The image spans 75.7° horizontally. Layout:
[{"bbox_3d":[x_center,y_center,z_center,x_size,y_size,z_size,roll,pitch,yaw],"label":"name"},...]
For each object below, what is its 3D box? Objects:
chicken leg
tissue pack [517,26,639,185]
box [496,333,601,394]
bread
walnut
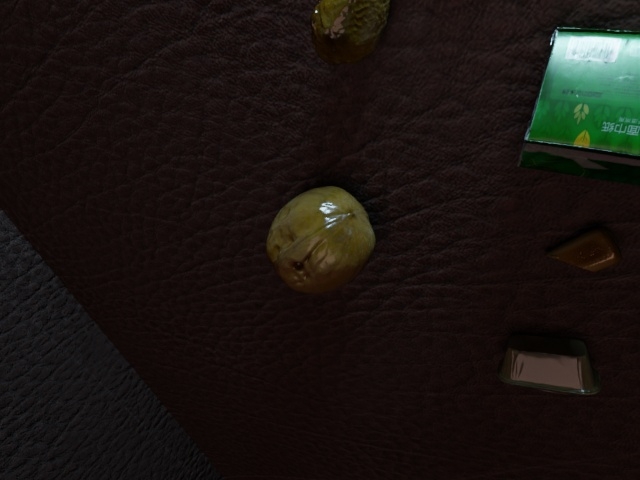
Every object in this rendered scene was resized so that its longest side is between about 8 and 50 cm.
[{"bbox_3d":[0.067,-0.355,0.546,0.087,0.107,0.252,42,128,18],"label":"chicken leg"},{"bbox_3d":[0.373,-0.148,0.509,0.208,0.156,0.148,15,87,22],"label":"tissue pack"},{"bbox_3d":[0.441,0.247,0.803,0.177,0.111,0.111,0,124,30],"label":"box"},{"bbox_3d":[0.426,0.025,0.668,0.103,0.049,0.062,-42,65,44],"label":"bread"},{"bbox_3d":[0.000,0.000,0.796,0.195,0.195,0.221,45,137,-9],"label":"walnut"}]
